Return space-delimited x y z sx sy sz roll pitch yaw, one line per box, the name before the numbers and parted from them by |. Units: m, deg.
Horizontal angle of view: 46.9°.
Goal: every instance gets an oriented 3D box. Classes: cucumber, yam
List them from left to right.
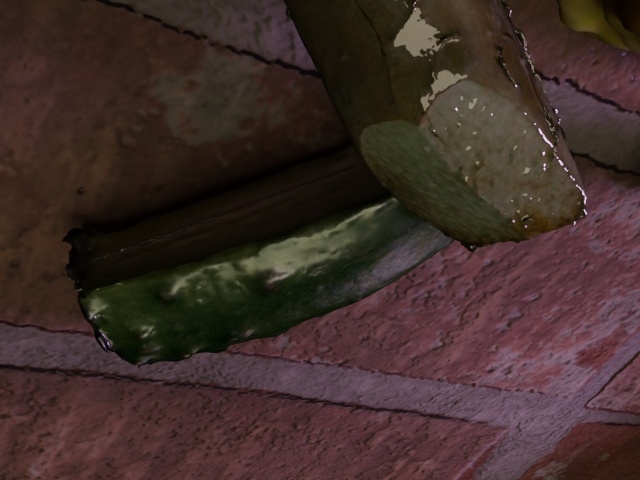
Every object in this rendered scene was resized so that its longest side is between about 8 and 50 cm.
cucumber | 0.001 0.003 0.523 0.325 0.105 0.145 -21 133 0
yam | 0.054 -0.094 0.388 0.106 0.106 0.259 -27 109 9

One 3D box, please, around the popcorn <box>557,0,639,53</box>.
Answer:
popcorn | 0.166 -0.185 0.271 0.224 0.258 0.270 -41 93 16
